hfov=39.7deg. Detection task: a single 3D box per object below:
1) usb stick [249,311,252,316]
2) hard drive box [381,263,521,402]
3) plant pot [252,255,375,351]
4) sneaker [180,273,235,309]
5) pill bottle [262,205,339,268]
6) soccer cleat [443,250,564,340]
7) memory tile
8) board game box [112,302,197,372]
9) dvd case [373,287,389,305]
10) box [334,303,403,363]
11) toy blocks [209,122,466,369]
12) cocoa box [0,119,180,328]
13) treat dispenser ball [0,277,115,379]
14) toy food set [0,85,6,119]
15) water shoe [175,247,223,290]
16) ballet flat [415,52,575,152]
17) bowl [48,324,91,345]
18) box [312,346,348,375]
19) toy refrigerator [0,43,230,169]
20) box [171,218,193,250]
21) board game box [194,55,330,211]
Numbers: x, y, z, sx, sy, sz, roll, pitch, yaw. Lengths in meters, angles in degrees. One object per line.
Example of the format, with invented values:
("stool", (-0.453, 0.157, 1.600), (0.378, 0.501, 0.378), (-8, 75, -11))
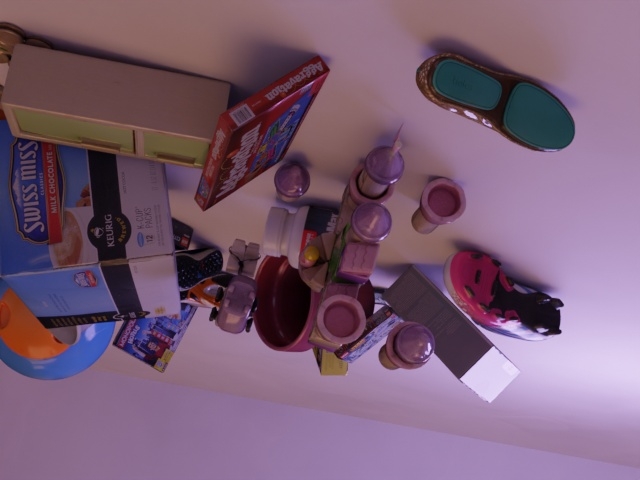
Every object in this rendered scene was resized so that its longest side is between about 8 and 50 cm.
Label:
("usb stick", (-0.114, 0.156, 2.063), (0.277, 0.045, 0.077), (-3, 156, 35))
("hard drive box", (0.243, 0.175, 1.655), (0.232, 0.089, 0.181), (48, -175, 35))
("plant pot", (-0.004, 0.113, 1.691), (0.180, 0.202, 0.201), (6, 168, -37))
("sneaker", (-0.302, 0.102, 1.952), (0.262, 0.099, 0.121), (20, 164, -20))
("pill bottle", (0.000, 0.000, 1.461), (0.180, 0.108, 0.108), (10, 161, 3))
("soccer cleat", (0.301, 0.114, 1.598), (0.331, 0.116, 0.143), (27, 155, -38))
("memory tile", (-0.363, -0.231, 1.161), (0.148, 0.012, 0.113), (23, 157, -30))
("board game box", (-0.440, 0.205, 2.238), (0.194, 0.194, 0.060), (32, 155, -14))
("dvd case", (0.095, 0.115, 1.878), (0.119, 0.013, 0.087), (7, 160, 17))
("box", (0.091, 0.179, 1.693), (0.137, 0.027, 0.094), (-39, 158, 5))
("toy blocks", (0.034, 0.009, 1.210), (0.308, 0.289, 0.260), (16, 164, -4))
("cocoa box", (-0.337, -0.020, 1.326), (0.227, 0.232, 0.347), (-6, 164, -9))
("treat dispenser ball", (-0.614, 0.174, 2.029), (0.288, 0.288, 0.288), (10, 161, 4))
("toy food set", (-0.577, -0.197, 1.258), (0.219, 0.093, 0.306), (2, 159, 26))
("water shoe", (-0.273, 0.057, 1.734), (0.080, 0.073, 0.203), (1, -175, 29))
("ballet flat", (0.194, -0.158, 0.995), (0.206, 0.073, 0.067), (23, -175, -24))
("bowl", (-0.508, 0.049, 1.766), (0.298, 0.134, 0.298), (35, 142, 33))
("box", (0.013, 0.194, 1.856), (0.058, 0.087, 0.232), (2, -161, -9))
("toy refrigerator", (-0.258, -0.164, 1.138), (0.269, 0.094, 0.102), (9, 161, -8))
("box", (-0.379, -0.037, 1.670), (0.159, 0.044, 0.233), (-7, 154, 42))
("board game box", (-0.082, -0.126, 1.124), (0.027, 0.145, 0.281), (54, 159, 5))
